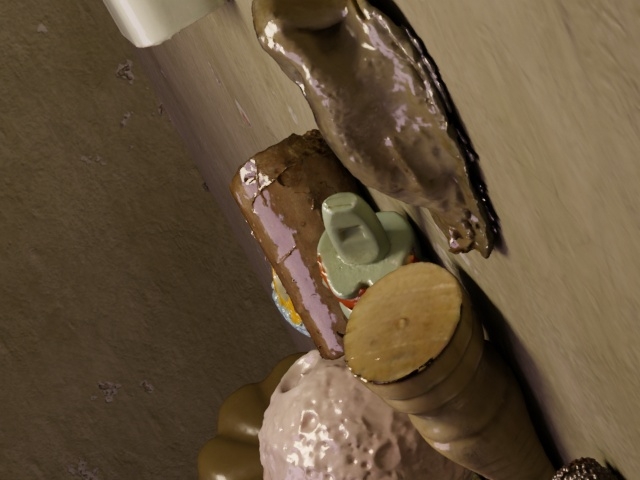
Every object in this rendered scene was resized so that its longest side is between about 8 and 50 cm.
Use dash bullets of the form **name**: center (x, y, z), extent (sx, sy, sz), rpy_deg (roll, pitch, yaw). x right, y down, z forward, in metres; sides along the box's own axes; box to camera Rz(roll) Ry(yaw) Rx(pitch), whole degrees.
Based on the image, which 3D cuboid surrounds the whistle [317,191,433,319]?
- **whistle**: center (0.055, 0.028, 1.449), extent (0.106, 0.101, 0.253), rpy_deg (56, 175, 35)

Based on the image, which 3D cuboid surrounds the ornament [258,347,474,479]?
- **ornament**: center (0.051, 0.225, 1.706), extent (0.225, 0.259, 0.259), rpy_deg (44, 177, -16)

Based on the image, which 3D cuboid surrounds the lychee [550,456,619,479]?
- **lychee**: center (0.223, 0.216, 1.235), extent (0.067, 0.068, 0.083), rpy_deg (15, -167, -28)

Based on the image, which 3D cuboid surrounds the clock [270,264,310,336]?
- **clock**: center (-0.006, 0.021, 1.770), extent (0.231, 0.103, 0.144), rpy_deg (-129, 46, -60)

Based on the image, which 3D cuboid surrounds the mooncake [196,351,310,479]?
- **mooncake**: center (-0.004, 0.351, 2.278), extent (0.378, 0.378, 0.201), rpy_deg (53, 167, 38)

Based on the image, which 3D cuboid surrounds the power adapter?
- **power adapter**: center (-0.228, -0.362, 1.685), extent (0.255, 0.124, 0.187), rpy_deg (60, 172, -22)

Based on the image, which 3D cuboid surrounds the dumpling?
- **dumpling**: center (0.032, -0.108, 1.102), extent (0.332, 0.086, 0.166), rpy_deg (55, 177, -9)

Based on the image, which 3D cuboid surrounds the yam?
- **yam**: center (0.000, 0.000, 1.601), extent (0.238, 0.129, 0.128), rpy_deg (59, 159, -7)

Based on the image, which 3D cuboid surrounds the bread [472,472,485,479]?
- **bread**: center (0.201, 0.411, 1.969), extent (0.196, 0.138, 0.102), rpy_deg (61, -177, -26)

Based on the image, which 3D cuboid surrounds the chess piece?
- **chess piece**: center (0.146, 0.160, 1.404), extent (0.301, 0.137, 0.137), rpy_deg (50, 180, -36)
